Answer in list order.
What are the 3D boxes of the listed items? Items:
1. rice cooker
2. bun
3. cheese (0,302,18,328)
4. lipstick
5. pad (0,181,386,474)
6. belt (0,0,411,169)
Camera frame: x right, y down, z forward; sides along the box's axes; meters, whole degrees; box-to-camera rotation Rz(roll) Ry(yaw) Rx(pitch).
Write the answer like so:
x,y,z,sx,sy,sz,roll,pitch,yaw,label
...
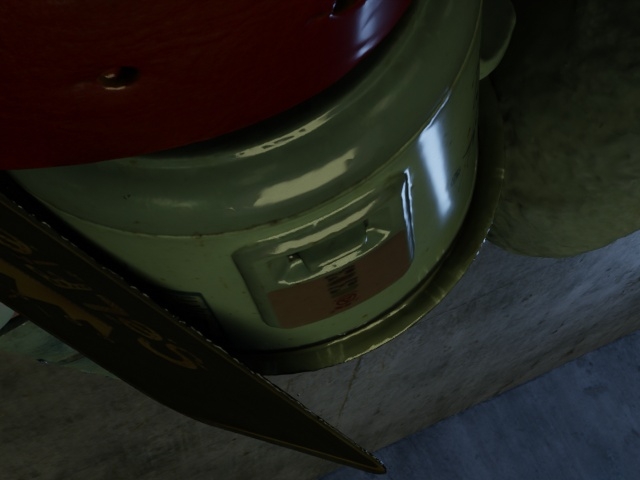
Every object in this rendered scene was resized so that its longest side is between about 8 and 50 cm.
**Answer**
x,y,z,sx,sy,sz,roll,pitch,yaw,label
-0.038,-0.076,0.585,0.316,0.264,0.317,-26,157,-12,rice cooker
0.217,-0.150,0.748,0.362,0.211,0.362,-38,179,-1,bun
-0.263,0.020,0.755,0.189,0.074,0.286,13,149,-42,cheese
-0.212,0.070,1.005,0.076,0.077,0.289,-30,162,5,lipstick
-0.136,0.050,0.562,0.375,0.063,0.315,39,157,-32,pad
-0.112,-0.144,0.373,0.323,0.227,0.115,-4,156,-7,belt
